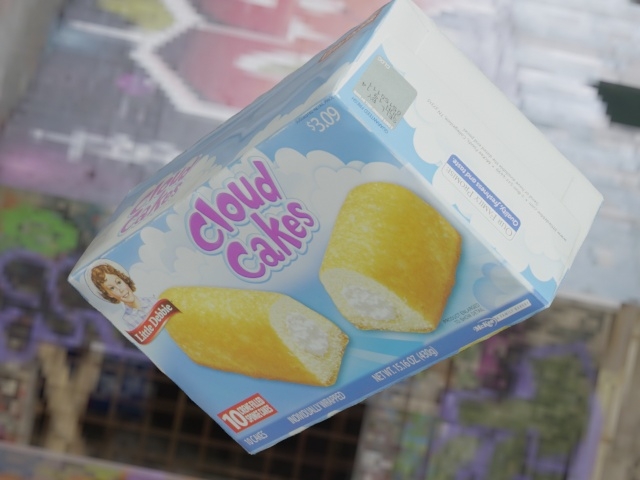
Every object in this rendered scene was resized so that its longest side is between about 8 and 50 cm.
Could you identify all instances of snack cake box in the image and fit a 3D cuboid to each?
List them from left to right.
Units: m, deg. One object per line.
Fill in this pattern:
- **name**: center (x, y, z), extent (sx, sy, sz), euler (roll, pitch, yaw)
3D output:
- **snack cake box**: center (0.000, 0.000, 1.028), extent (0.264, 0.152, 0.089), euler (-32, -160, 48)
